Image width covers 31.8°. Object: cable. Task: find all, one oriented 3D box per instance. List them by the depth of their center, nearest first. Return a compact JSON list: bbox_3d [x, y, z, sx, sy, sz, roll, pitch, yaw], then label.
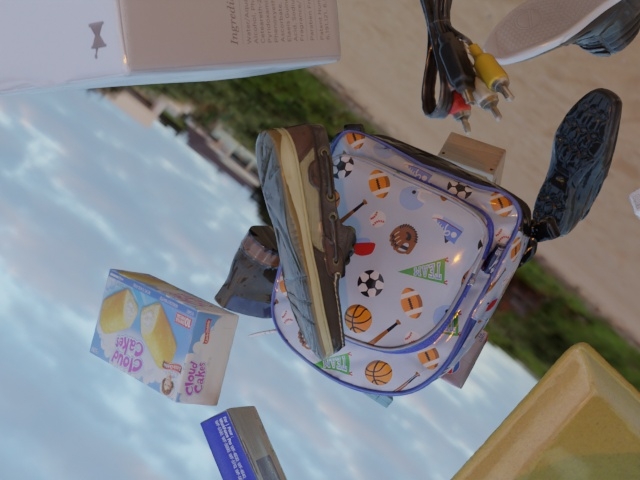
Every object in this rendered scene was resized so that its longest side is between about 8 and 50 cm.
[{"bbox_3d":[0.190,-0.291,1.650,0.072,0.139,0.287,5,-118,-38],"label":"cable"}]

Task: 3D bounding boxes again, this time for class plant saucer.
[{"bbox_3d":[0.358,0.359,1.517,0.081,0.333,0.333,32,-168,-41],"label":"plant saucer"}]

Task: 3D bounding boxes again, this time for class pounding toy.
[{"bbox_3d":[0.279,-0.102,2.093,0.130,0.100,0.141,21,143,17],"label":"pounding toy"}]

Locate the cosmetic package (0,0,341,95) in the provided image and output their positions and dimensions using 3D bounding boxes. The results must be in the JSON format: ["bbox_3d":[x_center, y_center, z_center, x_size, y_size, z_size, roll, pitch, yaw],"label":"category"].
[{"bbox_3d":[-0.228,-0.382,1.549,0.329,0.328,0.393,1,-170,43],"label":"cosmetic package"}]

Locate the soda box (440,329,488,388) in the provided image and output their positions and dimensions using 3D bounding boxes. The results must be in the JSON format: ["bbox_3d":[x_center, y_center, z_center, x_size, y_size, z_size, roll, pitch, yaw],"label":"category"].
[{"bbox_3d":[0.115,0.110,1.505,0.092,0.083,0.263,32,176,-23],"label":"soda box"}]

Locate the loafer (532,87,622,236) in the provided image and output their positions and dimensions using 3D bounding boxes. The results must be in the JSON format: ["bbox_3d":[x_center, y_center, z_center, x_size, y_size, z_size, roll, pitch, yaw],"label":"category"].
[{"bbox_3d":[0.347,-0.105,1.489,0.078,0.223,0.076,-20,-132,-40],"label":"loafer"}]

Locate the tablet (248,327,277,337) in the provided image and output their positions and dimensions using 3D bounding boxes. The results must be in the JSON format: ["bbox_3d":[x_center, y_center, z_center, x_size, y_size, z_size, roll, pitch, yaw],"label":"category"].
[{"bbox_3d":[-0.053,0.120,1.537,0.083,0.054,0.006,-10,-93,-49],"label":"tablet"}]

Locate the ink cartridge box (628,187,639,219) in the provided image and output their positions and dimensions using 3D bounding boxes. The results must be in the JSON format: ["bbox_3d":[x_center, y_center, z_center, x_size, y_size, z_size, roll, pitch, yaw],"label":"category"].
[{"bbox_3d":[0.368,-0.050,1.101,0.063,0.115,0.029,32,-145,-38],"label":"ink cartridge box"}]

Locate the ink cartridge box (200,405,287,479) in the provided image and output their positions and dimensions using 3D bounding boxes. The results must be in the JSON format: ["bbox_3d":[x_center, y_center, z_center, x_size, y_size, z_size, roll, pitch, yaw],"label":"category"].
[{"bbox_3d":[-0.121,0.353,1.814,0.333,0.065,0.165,68,178,-80],"label":"ink cartridge box"}]

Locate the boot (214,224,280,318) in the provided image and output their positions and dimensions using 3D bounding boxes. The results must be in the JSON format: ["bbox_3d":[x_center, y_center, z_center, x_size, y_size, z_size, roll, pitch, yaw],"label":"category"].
[{"bbox_3d":[-0.047,0.046,1.461,0.219,0.106,0.082,13,-152,-51],"label":"boot"}]

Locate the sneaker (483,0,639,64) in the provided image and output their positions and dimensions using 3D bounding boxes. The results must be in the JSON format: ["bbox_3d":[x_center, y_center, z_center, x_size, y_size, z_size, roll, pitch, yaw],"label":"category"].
[{"bbox_3d":[0.402,-0.329,1.794,0.105,0.295,0.147,57,176,36],"label":"sneaker"}]

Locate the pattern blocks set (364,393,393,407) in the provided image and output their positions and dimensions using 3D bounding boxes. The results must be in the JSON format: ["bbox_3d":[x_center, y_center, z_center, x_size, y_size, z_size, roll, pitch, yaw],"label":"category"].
[{"bbox_3d":[0.032,0.128,1.747,0.285,0.026,0.325,37,-162,-6],"label":"pattern blocks set"}]

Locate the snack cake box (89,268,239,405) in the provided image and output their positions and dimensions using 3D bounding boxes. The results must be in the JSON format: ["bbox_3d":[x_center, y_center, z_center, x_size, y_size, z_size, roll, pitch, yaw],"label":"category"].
[{"bbox_3d":[-0.259,0.154,1.831,0.089,0.152,0.264,12,-175,-44],"label":"snack cake box"}]

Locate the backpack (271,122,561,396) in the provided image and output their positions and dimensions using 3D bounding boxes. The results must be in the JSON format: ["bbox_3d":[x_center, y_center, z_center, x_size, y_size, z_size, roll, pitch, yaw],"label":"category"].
[{"bbox_3d":[0.078,0.035,1.221,0.276,0.263,0.213,26,-168,20],"label":"backpack"}]

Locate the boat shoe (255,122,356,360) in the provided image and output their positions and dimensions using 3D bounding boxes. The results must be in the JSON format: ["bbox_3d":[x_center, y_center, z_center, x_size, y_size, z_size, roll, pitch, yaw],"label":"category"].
[{"bbox_3d":[-0.001,-0.001,1.049,0.080,0.073,0.224,-166,61,-70],"label":"boat shoe"}]
